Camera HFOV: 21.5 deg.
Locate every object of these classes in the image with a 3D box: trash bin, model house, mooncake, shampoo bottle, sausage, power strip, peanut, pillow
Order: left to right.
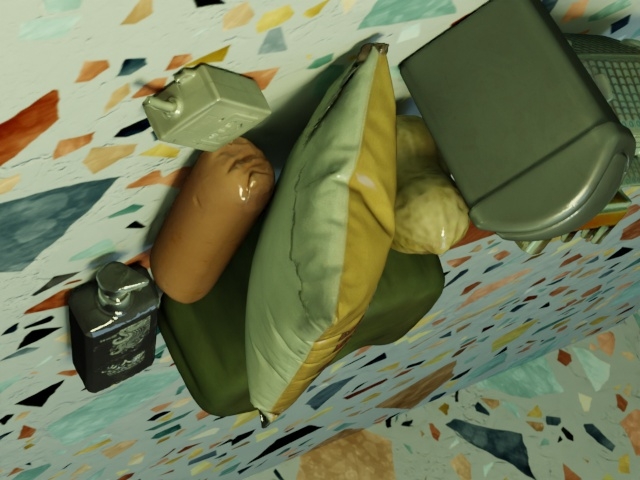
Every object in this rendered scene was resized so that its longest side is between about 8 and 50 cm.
[{"bbox_3d":[-0.240,0.093,1.957,0.098,0.071,0.309,-21,162,-14],"label":"shampoo bottle"},{"bbox_3d":[-0.112,-0.120,1.522,0.075,0.042,0.175,-32,165,21],"label":"power strip"},{"bbox_3d":[-0.117,-0.019,1.765,0.086,0.086,0.289,-21,164,-26],"label":"sausage"},{"bbox_3d":[-0.026,0.063,2.014,0.351,0.187,0.351,-24,168,-5],"label":"mooncake"},{"bbox_3d":[0.000,0.000,1.694,0.119,0.312,0.310,16,154,-11],"label":"pillow"},{"bbox_3d":[0.096,-0.060,1.802,0.110,0.236,0.120,32,106,-26],"label":"peanut"},{"bbox_3d":[0.204,-0.117,1.715,0.177,0.236,0.101,-34,164,21],"label":"trash bin"},{"bbox_3d":[0.277,-0.125,1.896,0.224,0.198,0.215,-6,137,-52],"label":"model house"}]
